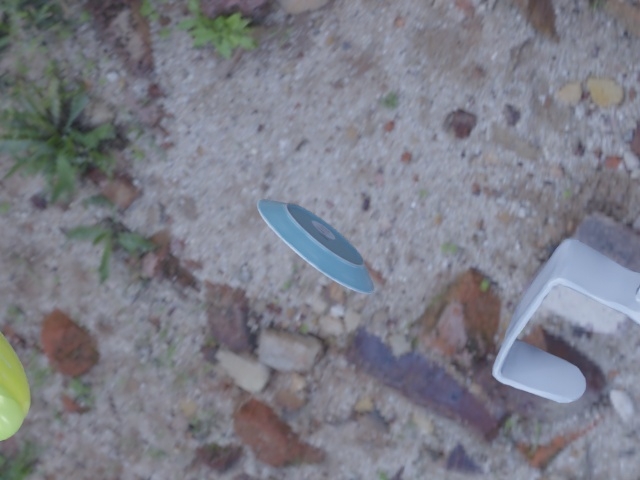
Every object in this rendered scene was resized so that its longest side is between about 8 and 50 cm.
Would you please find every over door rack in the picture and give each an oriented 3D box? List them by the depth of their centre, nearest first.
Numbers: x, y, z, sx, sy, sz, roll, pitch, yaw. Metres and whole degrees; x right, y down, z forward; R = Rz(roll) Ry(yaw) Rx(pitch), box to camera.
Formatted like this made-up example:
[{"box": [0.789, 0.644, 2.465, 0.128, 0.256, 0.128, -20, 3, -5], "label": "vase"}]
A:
[{"box": [0.173, 0.103, 0.284, 0.324, 0.239, 0.108, 12, 131, 16], "label": "over door rack"}]

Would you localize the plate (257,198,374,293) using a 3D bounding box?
[{"box": [0.000, 0.000, 1.671, 0.188, 0.188, 0.024, 37, 103, -4], "label": "plate"}]

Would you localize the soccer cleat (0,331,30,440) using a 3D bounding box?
[{"box": [-0.232, -0.024, 0.560, 0.289, 0.121, 0.093, 37, 140, -5], "label": "soccer cleat"}]
